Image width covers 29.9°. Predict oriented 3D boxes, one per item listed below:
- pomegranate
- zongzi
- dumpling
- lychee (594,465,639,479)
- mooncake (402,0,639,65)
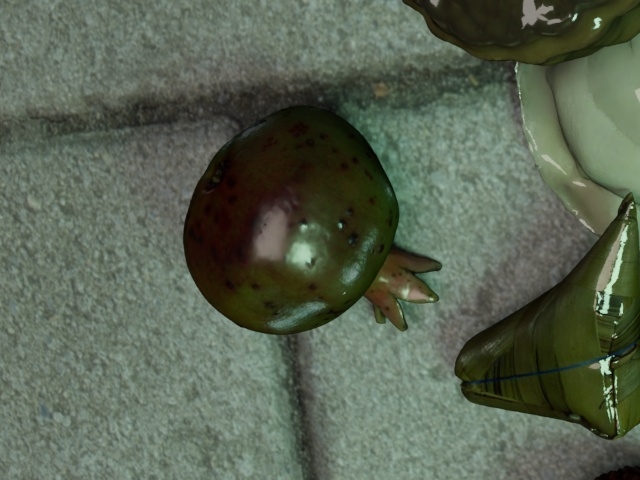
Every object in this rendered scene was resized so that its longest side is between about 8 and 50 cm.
[{"bbox_3d":[-0.008,-0.022,1.529,0.290,0.323,0.291,-13,74,52],"label":"pomegranate"},{"bbox_3d":[0.267,0.077,1.422,0.260,0.123,0.289,8,115,45],"label":"zongzi"},{"bbox_3d":[0.363,-0.123,1.350,0.341,0.181,0.260,35,130,-5],"label":"dumpling"},{"bbox_3d":[0.366,0.386,1.402,0.271,0.271,0.271,6,103,25],"label":"lychee"},{"bbox_3d":[0.217,-0.331,1.194,0.324,0.187,0.324,10,108,32],"label":"mooncake"}]
